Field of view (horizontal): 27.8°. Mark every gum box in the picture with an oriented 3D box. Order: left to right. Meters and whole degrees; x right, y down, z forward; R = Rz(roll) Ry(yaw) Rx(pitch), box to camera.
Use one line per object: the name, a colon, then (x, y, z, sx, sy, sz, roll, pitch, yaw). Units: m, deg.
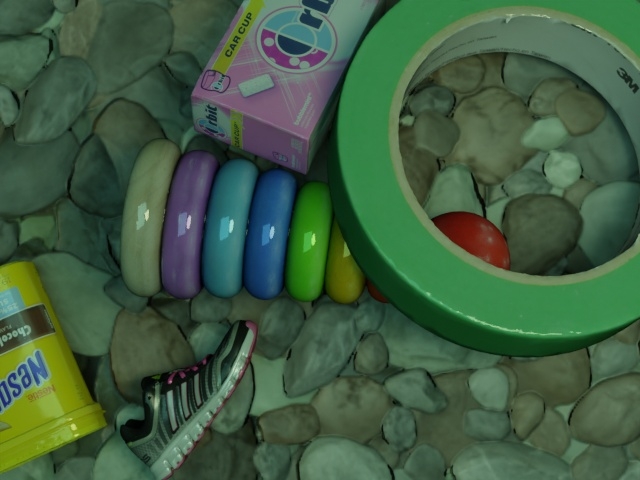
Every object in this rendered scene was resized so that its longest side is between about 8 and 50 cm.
gum box: (-0.023, -0.164, 1.120, 0.107, 0.062, 0.188, 22, 65, 8)

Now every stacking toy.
stacking toy: (0.000, 0.000, 1.127, 0.330, 0.141, 0.141, 8, 91, 1)

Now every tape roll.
tape roll: (0.168, -0.068, 1.061, 0.321, 0.077, 0.321, 2, 72, -6)

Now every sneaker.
sneaker: (-0.122, 0.134, 1.165, 0.075, 0.063, 0.170, 35, 99, 1)

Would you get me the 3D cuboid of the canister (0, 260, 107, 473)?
canister: (-0.287, 0.118, 1.187, 0.126, 0.073, 0.170, -25, 84, 7)
